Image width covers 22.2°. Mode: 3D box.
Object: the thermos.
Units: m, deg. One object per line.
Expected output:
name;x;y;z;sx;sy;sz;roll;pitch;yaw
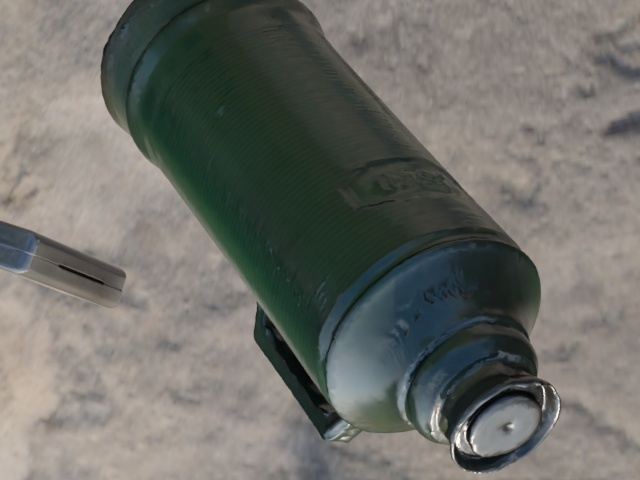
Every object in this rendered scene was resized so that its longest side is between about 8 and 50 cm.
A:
thermos;0.000;-0.004;0.479;0.083;0.187;0.073;-43;138;5

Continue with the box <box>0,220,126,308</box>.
box;-0.333;0.028;1.989;0.103;0.244;0.055;17;85;23
